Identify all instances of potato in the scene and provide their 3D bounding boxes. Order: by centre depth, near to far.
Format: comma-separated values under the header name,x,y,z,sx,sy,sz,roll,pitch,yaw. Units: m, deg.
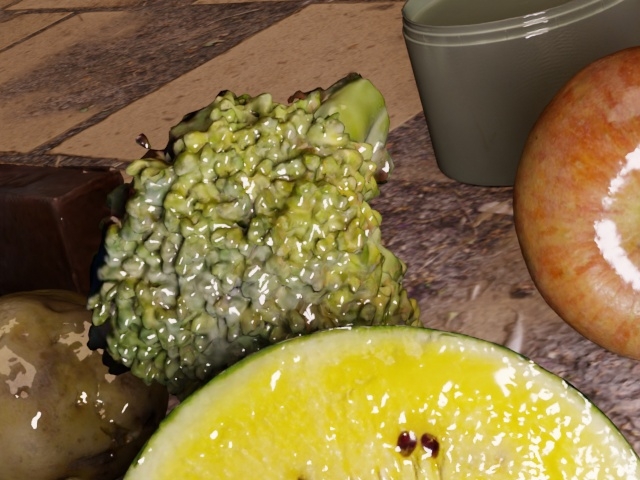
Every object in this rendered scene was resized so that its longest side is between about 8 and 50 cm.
name,x,y,z,sx,sy,sz,roll,pitch,yaw
potato,-0.199,0.106,1.147,0.154,0.137,0.200,7,5,-36

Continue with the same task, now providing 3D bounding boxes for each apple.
name,x,y,z,sx,sy,sz,roll,pitch,yaw
apple,0.228,-0.025,1.038,0.211,0.211,0.188,-10,2,17

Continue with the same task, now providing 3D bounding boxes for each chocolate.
name,x,y,z,sx,sy,sz,roll,pitch,yaw
chocolate,-0.305,-0.014,1.529,0.321,0.112,0.112,4,29,42

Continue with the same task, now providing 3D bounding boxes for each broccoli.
name,x,y,z,sx,sy,sz,roll,pitch,yaw
broccoli,0.003,0.011,1.000,0.180,0.242,0.273,28,51,34

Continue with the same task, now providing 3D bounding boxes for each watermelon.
name,x,y,z,sx,sy,sz,roll,pitch,yaw
watermelon,0.021,0.123,0.865,0.301,0.123,0.129,-13,48,8

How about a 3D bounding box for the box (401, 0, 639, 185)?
name,x,y,z,sx,sy,sz,roll,pitch,yaw
box,0.197,-0.164,1.467,0.226,0.149,0.226,-14,22,6
